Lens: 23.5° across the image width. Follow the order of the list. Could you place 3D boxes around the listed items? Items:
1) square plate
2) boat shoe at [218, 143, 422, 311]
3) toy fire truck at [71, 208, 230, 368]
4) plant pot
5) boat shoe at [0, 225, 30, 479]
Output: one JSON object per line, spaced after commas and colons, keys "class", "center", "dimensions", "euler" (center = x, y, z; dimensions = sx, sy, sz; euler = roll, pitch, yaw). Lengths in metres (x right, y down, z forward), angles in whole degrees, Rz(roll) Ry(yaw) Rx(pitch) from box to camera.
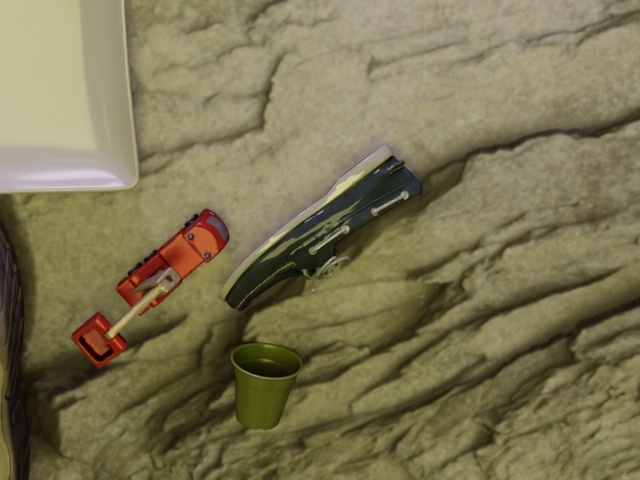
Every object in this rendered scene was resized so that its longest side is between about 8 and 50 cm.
{"class": "square plate", "center": [-0.378, -0.218, 1.663], "dimensions": [0.347, 0.049, 0.344], "euler": [-3, 101, -2]}
{"class": "boat shoe", "center": [0.000, 0.000, 1.705], "dimensions": [0.254, 0.095, 0.079], "euler": [-40, 89, -3]}
{"class": "toy fire truck", "center": [-0.182, 0.048, 1.682], "dimensions": [0.192, 0.135, 0.047], "euler": [-40, 101, 6]}
{"class": "plant pot", "center": [-0.066, 0.170, 1.749], "dimensions": [0.083, 0.083, 0.079], "euler": [7, 114, -4]}
{"class": "boat shoe", "center": [-0.398, 0.148, 1.698], "dimensions": [0.130, 0.132, 0.355], "euler": [-1, 101, -2]}
